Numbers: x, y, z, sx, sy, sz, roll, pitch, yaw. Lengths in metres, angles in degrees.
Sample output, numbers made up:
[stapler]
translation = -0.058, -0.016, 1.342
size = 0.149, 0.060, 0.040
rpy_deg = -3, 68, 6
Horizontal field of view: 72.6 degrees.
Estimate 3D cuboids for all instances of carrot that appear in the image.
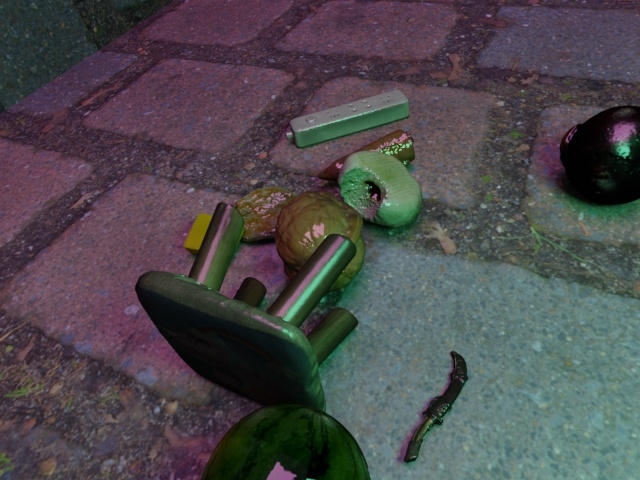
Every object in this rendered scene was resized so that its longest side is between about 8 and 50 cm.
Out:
[carrot]
translation = 0.117, -0.211, 1.150
size = 0.262, 0.102, 0.102
rpy_deg = -21, 48, -4

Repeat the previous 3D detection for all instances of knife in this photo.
[knife]
translation = 0.203, 0.281, 0.735
size = 0.045, 0.021, 0.222
rpy_deg = 22, 52, 26

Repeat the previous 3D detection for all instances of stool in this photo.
[stool]
translation = -0.101, 0.120, 0.747
size = 0.310, 0.311, 0.226
rpy_deg = 15, 52, 20

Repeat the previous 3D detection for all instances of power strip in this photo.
[power strip]
translation = 0.077, -0.369, 1.320
size = 0.384, 0.062, 0.091
rpy_deg = -17, 44, -5

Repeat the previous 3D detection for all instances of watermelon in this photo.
[watermelon]
translation = -0.047, 0.345, 0.580
size = 0.242, 0.243, 0.243
rpy_deg = -5, 48, 6

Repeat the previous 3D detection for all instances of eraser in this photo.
[eraser]
translation = -0.255, -0.009, 1.047
size = 0.122, 0.045, 0.097
rpy_deg = 9, 65, 25

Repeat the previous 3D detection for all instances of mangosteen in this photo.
[mangosteen]
translation = 0.639, -0.192, 0.977
size = 0.211, 0.212, 0.250
rpy_deg = -16, 17, -4

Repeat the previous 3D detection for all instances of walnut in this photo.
[walnut]
translation = 0.000, 0.000, 0.913
size = 0.198, 0.198, 0.245
rpy_deg = -14, 29, -2

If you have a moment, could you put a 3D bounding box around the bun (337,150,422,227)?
[bun]
translation = 0.132, -0.112, 1.034
size = 0.203, 0.127, 0.213
rpy_deg = 1, 49, -24

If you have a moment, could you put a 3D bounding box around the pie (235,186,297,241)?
[pie]
translation = -0.139, -0.066, 1.100
size = 0.186, 0.041, 0.187
rpy_deg = -6, 49, 7
